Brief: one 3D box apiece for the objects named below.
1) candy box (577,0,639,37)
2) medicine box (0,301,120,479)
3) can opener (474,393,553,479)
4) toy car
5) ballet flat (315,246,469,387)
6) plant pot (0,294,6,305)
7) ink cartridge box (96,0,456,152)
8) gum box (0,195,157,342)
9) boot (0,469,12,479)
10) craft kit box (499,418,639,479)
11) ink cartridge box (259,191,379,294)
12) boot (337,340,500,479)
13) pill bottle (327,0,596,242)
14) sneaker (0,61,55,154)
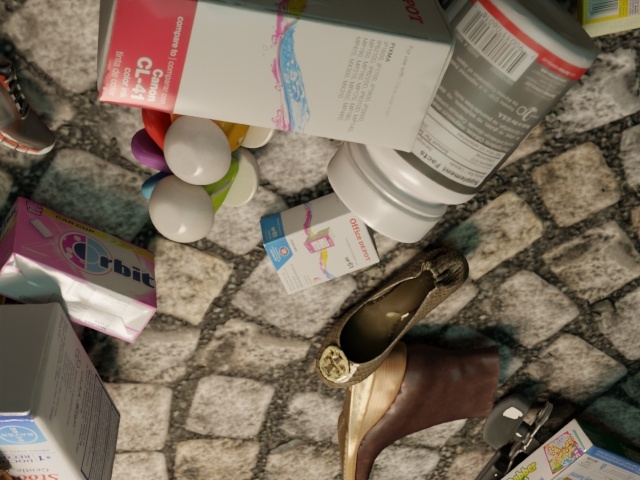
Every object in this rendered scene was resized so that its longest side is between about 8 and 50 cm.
[{"bbox_3d":[0.317,-0.311,1.186,0.105,0.027,0.206,-13,129,-4],"label":"candy box"},{"bbox_3d":[-0.401,0.208,1.344,0.263,0.149,0.289,-2,144,6],"label":"medicine box"},{"bbox_3d":[0.253,0.329,1.683,0.093,0.074,0.280,31,121,10],"label":"can opener"},{"bbox_3d":[-0.139,-0.098,1.241,0.136,0.159,0.182,28,125,12],"label":"toy car"},{"bbox_3d":[0.084,0.097,1.448,0.250,0.084,0.058,-41,166,17],"label":"ballet flat"},{"bbox_3d":[-0.426,0.072,1.348,0.081,0.082,0.083,33,127,-30],"label":"plant pot"},{"bbox_3d":[-0.052,-0.213,1.098,0.306,0.226,0.131,10,125,-16],"label":"ink cartridge box"},{"bbox_3d":[-0.276,0.036,1.326,0.188,0.107,0.062,25,120,-26],"label":"gum box"},{"bbox_3d":[-0.435,0.332,1.320,0.220,0.109,0.283,-3,137,1],"label":"boot"},{"bbox_3d":[0.345,0.376,1.675,0.246,0.061,0.250,-46,140,14],"label":"craft kit box"},{"bbox_3d":[0.000,0.000,1.382,0.122,0.052,0.089,-21,128,5],"label":"ink cartridge box"},{"bbox_3d":[0.132,0.244,1.569,0.206,0.090,0.249,1,124,-8],"label":"boot"},{"bbox_3d":[0.143,-0.142,1.228,0.161,0.161,0.283,26,120,-26],"label":"pill bottle"},{"bbox_3d":[-0.334,-0.151,1.205,0.065,0.061,0.158,-44,123,15],"label":"sneaker"}]
